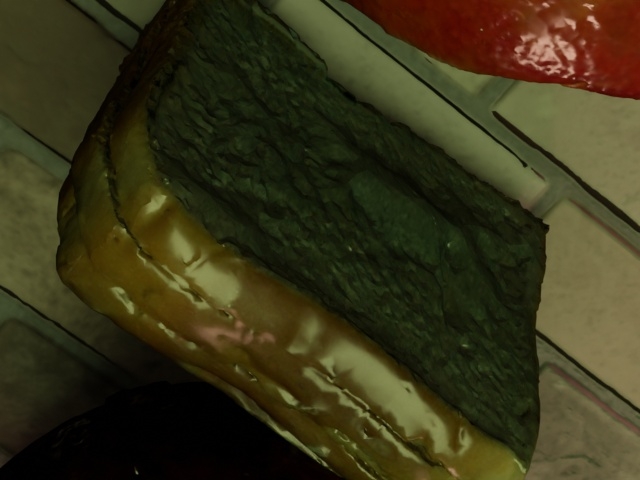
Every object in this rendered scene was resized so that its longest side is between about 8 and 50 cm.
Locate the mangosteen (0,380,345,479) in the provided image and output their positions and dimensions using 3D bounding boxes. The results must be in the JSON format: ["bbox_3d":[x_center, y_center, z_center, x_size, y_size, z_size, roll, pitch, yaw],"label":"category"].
[{"bbox_3d":[-0.067,0.283,0.997,0.381,0.381,0.421,-5,136,-2],"label":"mangosteen"}]

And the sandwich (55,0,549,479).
[{"bbox_3d":[0.000,0.000,0.917,0.301,0.271,0.099,37,118,-17],"label":"sandwich"}]

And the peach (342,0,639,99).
[{"bbox_3d":[0.168,-0.240,0.844,0.306,0.242,0.380,30,109,-21],"label":"peach"}]
